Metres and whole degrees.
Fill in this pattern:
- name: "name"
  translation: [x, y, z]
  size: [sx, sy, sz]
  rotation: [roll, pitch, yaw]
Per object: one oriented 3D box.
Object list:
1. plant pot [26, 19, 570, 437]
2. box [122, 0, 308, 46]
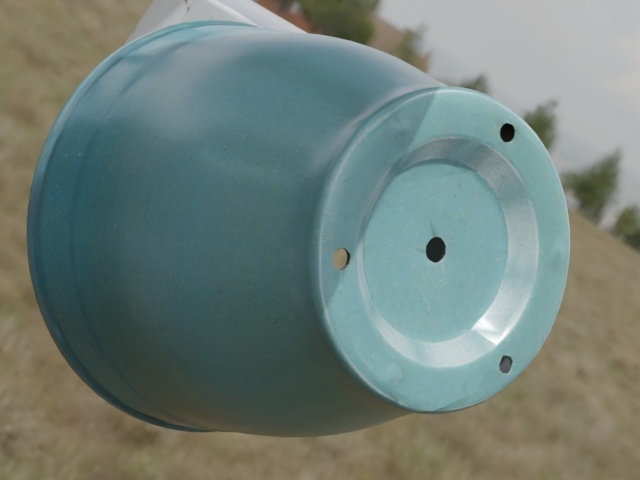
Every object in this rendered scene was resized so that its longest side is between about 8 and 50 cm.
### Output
- name: "plant pot"
  translation: [0.000, 0.000, 1.077]
  size: [0.272, 0.271, 0.255]
  rotation: [28, -12, -33]
- name: "box"
  translation: [-0.074, -0.129, 1.486]
  size: [0.170, 0.130, 0.091]
  rotation: [29, 16, -26]
